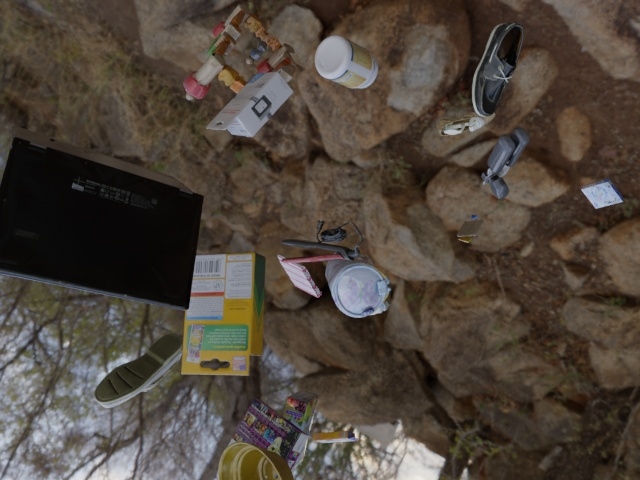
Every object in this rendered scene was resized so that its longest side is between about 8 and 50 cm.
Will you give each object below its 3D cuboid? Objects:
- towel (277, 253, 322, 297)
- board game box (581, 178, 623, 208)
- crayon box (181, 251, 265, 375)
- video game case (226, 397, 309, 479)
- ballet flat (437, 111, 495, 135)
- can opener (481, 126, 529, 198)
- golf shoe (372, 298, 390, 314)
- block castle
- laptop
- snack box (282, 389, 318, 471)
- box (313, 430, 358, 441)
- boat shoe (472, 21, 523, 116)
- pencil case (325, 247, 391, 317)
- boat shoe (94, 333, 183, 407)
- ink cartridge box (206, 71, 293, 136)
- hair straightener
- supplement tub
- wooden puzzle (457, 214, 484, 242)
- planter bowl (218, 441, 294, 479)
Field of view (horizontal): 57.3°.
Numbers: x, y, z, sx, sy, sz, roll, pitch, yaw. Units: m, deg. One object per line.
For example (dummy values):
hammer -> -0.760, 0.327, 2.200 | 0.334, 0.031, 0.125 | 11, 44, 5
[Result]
towel -> -0.080, 0.134, 2.259 | 0.144, 0.029, 0.197 | 23, 152, 40
board game box -> 0.888, -0.147, 1.844 | 0.090, 0.020, 0.090 | 45, 147, -19
crayon box -> -0.261, 0.199, 1.584 | 0.203, 0.322, 0.083 | -3, 167, 18
video game case -> -0.158, 0.567, 1.579 | 0.042, 0.210, 0.232 | 35, 168, -38
ballet flat -> 0.516, -0.409, 2.079 | 0.206, 0.067, 0.073 | -10, 138, 29
can opener -> 0.476, -0.185, 1.487 | 0.095, 0.076, 0.283 | 63, 179, 14
golf shoe -> 0.114, 0.115, 1.553 | 0.176, 0.086, 0.069 | 68, -169, 13
block castle -> -0.282, -0.598, 2.087 | 0.303, 0.213, 0.453 | 35, -139, -24
laptop -> -0.474, -0.059, 1.239 | 0.382, 0.407, 0.236 | 17, 153, -31
snack box -> -0.074, 0.563, 1.743 | 0.070, 0.206, 0.174 | 14, 176, 13
box -> 0.052, 0.643, 1.915 | 0.136, 0.028, 0.081 | -12, 153, 17
boat shoe -> 0.441, -0.423, 1.455 | 0.084, 0.232, 0.079 | 10, -166, -22
pencil case -> 0.077, 0.085, 1.313 | 0.273, 0.124, 0.113 | -121, 6, -83
boat shoe -> -0.545, 0.418, 1.803 | 0.113, 0.302, 0.103 | 36, 142, 27
ink cartridge box -> -0.158, -0.289, 1.295 | 0.104, 0.180, 0.060 | 20, 156, 54
hair straightener -> 0.000, 0.000, 1.180 | 0.047, 0.088, 0.231 | -3, 180, -40
supplement tub -> 0.092, -0.602, 1.995 | 0.144, 0.144, 0.200 | 27, -166, 35
wooden puzzle -> 0.481, -0.037, 1.876 | 0.014, 0.116, 0.079 | 49, 158, -27
planter bowl -> -0.125, 0.545, 1.314 | 0.217, 0.217, 0.090 | 27, -160, 34
